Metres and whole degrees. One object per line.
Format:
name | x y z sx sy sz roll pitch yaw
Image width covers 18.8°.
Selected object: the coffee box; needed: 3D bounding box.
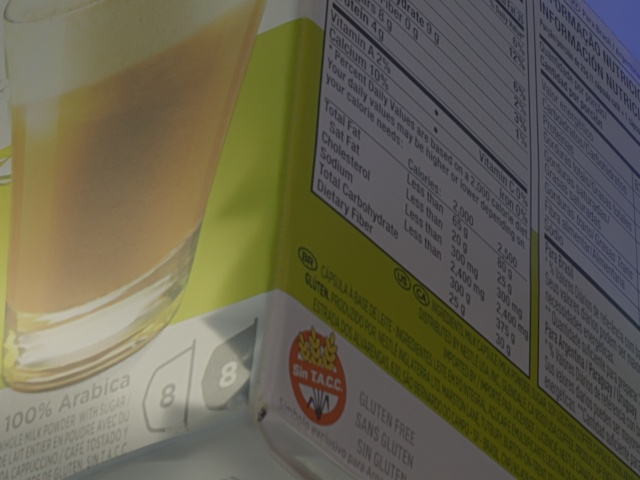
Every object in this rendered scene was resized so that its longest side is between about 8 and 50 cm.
coffee box | -0.040 0.051 0.855 0.338 0.337 0.334 40 -138 -39
